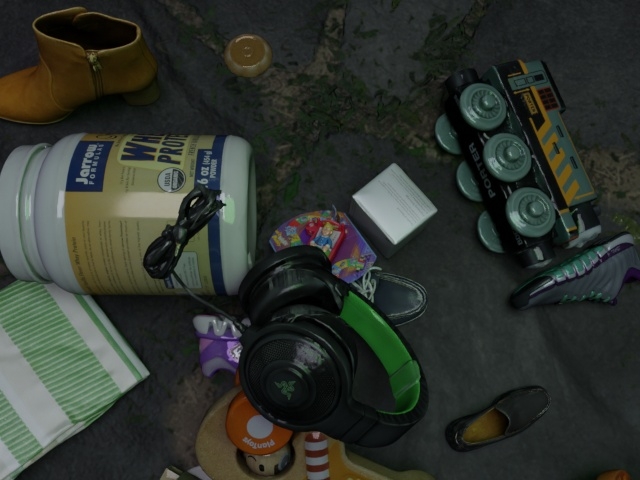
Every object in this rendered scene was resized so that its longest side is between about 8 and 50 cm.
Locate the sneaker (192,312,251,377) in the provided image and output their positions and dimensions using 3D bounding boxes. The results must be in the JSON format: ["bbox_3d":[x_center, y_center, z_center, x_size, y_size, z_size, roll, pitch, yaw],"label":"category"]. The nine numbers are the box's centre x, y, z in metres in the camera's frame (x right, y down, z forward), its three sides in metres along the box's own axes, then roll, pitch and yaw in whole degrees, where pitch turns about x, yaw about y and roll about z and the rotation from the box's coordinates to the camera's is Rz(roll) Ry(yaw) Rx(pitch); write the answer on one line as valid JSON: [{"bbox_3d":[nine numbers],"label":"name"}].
[{"bbox_3d":[-0.074,0.167,0.911,0.236,0.095,0.105,5,84,4],"label":"sneaker"}]

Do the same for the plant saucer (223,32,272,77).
[{"bbox_3d":[-0.123,-0.317,1.049,0.083,0.015,0.083,1,77,-3],"label":"plant saucer"}]

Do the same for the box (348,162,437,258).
[{"bbox_3d":[0.108,-0.043,0.954,0.087,0.101,0.102,-39,80,-9],"label":"box"}]

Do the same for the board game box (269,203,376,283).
[{"bbox_3d":[0.000,0.000,0.929,0.133,0.033,0.169,-19,45,-15],"label":"board game box"}]

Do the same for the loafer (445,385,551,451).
[{"bbox_3d":[0.270,0.265,0.912,0.170,0.061,0.062,-26,79,-8],"label":"loafer"}]

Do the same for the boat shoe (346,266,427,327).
[{"bbox_3d":[0.040,0.081,0.935,0.254,0.079,0.095,8,76,-1],"label":"boat shoe"}]

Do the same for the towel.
[{"bbox_3d":[-0.446,0.203,0.884,0.325,0.038,0.248,-37,81,-20],"label":"towel"}]

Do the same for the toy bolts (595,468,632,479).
[{"bbox_3d":[0.450,0.450,0.869,0.218,0.158,0.229,28,62,-37],"label":"toy bolts"}]

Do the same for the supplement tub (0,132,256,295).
[{"bbox_3d":[-0.254,-0.036,0.873,0.316,0.228,0.228,0,77,-2],"label":"supplement tub"}]

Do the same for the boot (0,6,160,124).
[{"bbox_3d":[-0.395,-0.265,0.927,0.295,0.211,0.104,-5,77,-3],"label":"boot"}]

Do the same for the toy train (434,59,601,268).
[{"bbox_3d":[0.314,-0.127,0.969,0.190,0.142,0.334,-18,79,-16],"label":"toy train"}]

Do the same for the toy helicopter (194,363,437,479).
[{"bbox_3d":[-0.001,0.320,0.838,0.355,0.140,0.235,24,102,-8],"label":"toy helicopter"}]

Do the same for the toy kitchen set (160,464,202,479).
[{"bbox_3d":[-0.194,0.365,0.851,0.083,0.068,0.075,29,79,4],"label":"toy kitchen set"}]

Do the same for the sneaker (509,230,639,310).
[{"bbox_3d":[0.405,0.072,0.952,0.223,0.083,0.098,-27,85,-8],"label":"sneaker"}]

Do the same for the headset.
[{"bbox_3d":[-0.017,0.086,0.733,0.394,0.243,0.185,28,117,-24],"label":"headset"}]

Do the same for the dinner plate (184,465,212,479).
[{"bbox_3d":[-0.160,0.396,0.890,0.141,0.017,0.141,0,79,-1],"label":"dinner plate"}]
